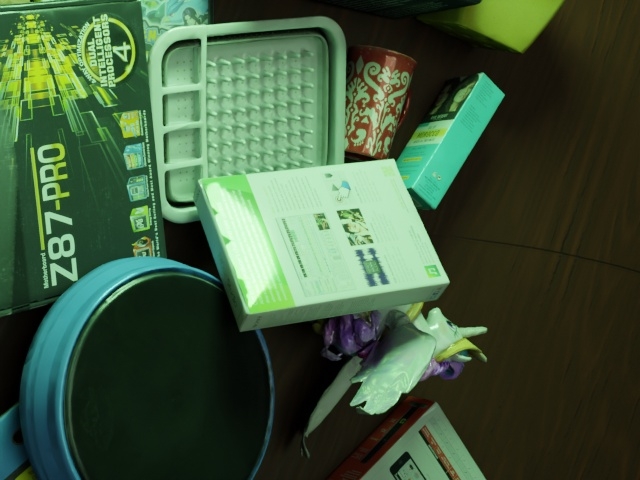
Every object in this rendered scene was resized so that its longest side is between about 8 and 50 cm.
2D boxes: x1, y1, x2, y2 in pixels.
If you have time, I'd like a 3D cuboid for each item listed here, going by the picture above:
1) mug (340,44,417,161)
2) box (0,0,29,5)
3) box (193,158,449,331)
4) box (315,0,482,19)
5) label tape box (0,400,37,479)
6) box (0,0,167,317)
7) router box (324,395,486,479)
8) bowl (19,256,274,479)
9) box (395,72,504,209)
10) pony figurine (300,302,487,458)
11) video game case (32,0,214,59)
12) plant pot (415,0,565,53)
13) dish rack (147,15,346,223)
[{"bbox_3d":[0.096,-0.210,1.977,0.150,0.113,0.169,16,85,-29],"label":"mug"},{"bbox_3d":[-0.475,-0.421,1.668,0.164,0.021,0.201,-1,91,-32],"label":"box"},{"bbox_3d":[0.000,0.000,1.780,0.322,0.058,0.232,-6,58,-26],"label":"box"},{"bbox_3d":[0.044,-0.520,1.863,0.395,0.212,0.293,5,88,-38],"label":"box"},{"bbox_3d":[-0.336,0.341,1.710,0.240,0.106,0.334,-41,111,-27],"label":"label tape box"},{"bbox_3d":[-0.369,-0.118,1.638,0.318,0.097,0.395,-14,106,-41],"label":"box"},{"bbox_3d":[0.151,0.480,2.032,0.301,0.082,0.335,-41,111,-25],"label":"router box"},{"bbox_3d":[-0.218,0.215,1.675,0.391,0.077,0.391,6,82,-44],"label":"bowl"},{"bbox_3d":[0.201,-0.163,2.047,0.060,0.100,0.244,41,70,-25],"label":"box"},{"bbox_3d":[0.070,0.127,1.896,0.351,0.303,0.363,-41,96,-34],"label":"pony figurine"},{"bbox_3d":[-0.280,-0.337,1.783,0.275,0.035,0.248,0,90,-32],"label":"video game case"},{"bbox_3d":[0.278,-0.424,2.043,0.212,0.212,0.187,18,94,-31],"label":"plant pot"},{"bbox_3d":[-0.116,-0.187,1.837,0.333,0.072,0.285,-11,111,-31],"label":"dish rack"}]
